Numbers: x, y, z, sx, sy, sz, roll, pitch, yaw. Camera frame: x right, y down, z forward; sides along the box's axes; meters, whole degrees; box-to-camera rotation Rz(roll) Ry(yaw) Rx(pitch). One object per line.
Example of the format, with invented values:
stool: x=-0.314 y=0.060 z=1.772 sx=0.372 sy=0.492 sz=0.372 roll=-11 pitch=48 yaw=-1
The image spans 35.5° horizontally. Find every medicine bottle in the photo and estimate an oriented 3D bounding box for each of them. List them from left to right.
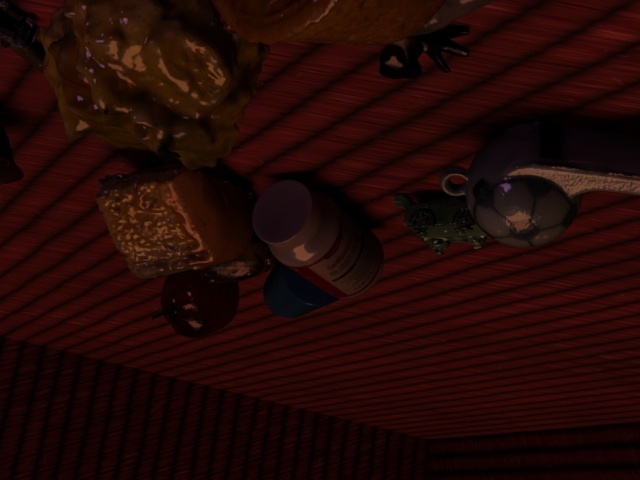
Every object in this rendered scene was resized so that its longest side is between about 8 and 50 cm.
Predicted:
medicine bottle: x=0.000 y=0.000 z=1.609 sx=0.131 sy=0.131 sz=0.250 roll=-3 pitch=158 yaw=29

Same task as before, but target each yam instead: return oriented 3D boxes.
yam: x=-0.355 y=-0.224 z=1.274 sx=0.033 sy=0.027 sz=0.129 roll=-36 pitch=148 yaw=5

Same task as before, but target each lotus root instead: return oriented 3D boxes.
lotus root: x=-0.163 y=0.019 z=1.756 sx=0.209 sy=0.120 sz=0.120 roll=-4 pitch=157 yaw=23

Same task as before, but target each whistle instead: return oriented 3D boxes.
whistle: x=0.295 y=-0.063 z=1.280 sx=0.289 sy=0.164 sz=0.163 roll=7 pitch=161 yaw=6

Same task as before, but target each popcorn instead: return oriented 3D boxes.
popcorn: x=-0.173 y=-0.180 z=1.038 sx=0.249 sy=0.225 sz=0.249 roll=2 pitch=168 yaw=0

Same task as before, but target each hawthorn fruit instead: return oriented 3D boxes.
hawthorn fruit: x=-0.253 y=0.119 z=1.972 sx=0.157 sy=0.157 sz=0.194 roll=-11 pitch=-168 yaw=44

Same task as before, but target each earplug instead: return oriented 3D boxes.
earplug: x=-0.039 y=0.080 z=1.872 sx=0.132 sy=0.133 sz=0.273 roll=12 pitch=164 yaw=-12

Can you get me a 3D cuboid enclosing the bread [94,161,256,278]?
bread: x=-0.209 y=-0.028 z=1.580 sx=0.204 sy=0.163 sz=0.262 roll=-13 pitch=163 yaw=23

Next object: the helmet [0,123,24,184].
helmet: x=-0.514 y=-0.145 z=1.449 sx=0.175 sy=0.106 sz=0.155 roll=2 pitch=163 yaw=3

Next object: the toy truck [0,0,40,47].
toy truck: x=-0.377 y=-0.259 z=1.176 sx=0.044 sy=0.039 sz=0.083 roll=13 pitch=168 yaw=45

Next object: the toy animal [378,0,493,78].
toy animal: x=0.103 y=-0.239 z=0.955 sx=0.195 sy=0.091 sz=0.324 roll=8 pitch=171 yaw=-17

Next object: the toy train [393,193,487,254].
toy train: x=0.191 y=-0.033 z=1.532 sx=0.149 sy=0.081 sz=0.099 roll=-8 pitch=155 yaw=26

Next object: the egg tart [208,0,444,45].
egg tart: x=0.011 y=-0.248 z=0.811 sx=0.215 sy=0.215 sz=0.170 roll=-11 pitch=164 yaw=43
